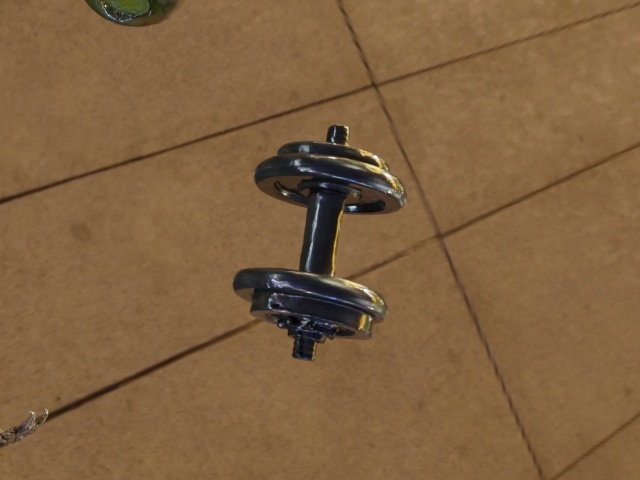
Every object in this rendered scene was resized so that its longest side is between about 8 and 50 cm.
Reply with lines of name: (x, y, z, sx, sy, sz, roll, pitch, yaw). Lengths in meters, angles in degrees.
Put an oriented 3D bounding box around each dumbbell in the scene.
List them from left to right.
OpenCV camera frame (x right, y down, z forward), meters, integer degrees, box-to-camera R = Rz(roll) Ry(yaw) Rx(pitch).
dumbbell: (0.000, 0.000, 1.259, 0.192, 0.192, 0.290, 17, 76, -31)

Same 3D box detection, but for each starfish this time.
starfish: (-0.386, 0.240, 1.334, 0.091, 0.078, 0.028, -23, 76, -35)

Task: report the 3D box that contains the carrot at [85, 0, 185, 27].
carrot: (-0.182, -0.362, 1.056, 0.138, 0.138, 0.302, 8, 71, -34)
